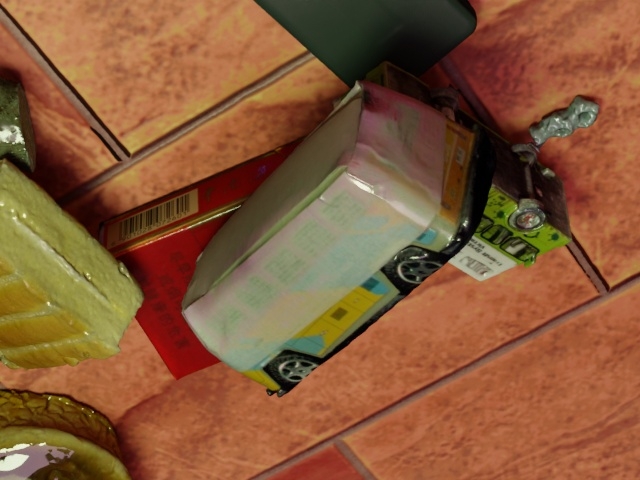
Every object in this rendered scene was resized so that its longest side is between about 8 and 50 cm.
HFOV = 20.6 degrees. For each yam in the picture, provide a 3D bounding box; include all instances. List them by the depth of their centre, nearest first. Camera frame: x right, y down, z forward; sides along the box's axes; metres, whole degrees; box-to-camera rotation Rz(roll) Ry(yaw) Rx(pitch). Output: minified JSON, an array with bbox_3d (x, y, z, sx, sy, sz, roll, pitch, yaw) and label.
[{"bbox_3d":[-0.390,-0.129,1.870,0.183,0.107,0.107,6,125,-9],"label":"yam"}]

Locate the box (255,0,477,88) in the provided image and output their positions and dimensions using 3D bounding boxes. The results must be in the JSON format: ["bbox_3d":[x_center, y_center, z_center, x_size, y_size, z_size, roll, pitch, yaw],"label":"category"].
[{"bbox_3d":[0.039,-0.257,1.851,0.160,0.050,0.230,-39,121,20],"label":"box"}]

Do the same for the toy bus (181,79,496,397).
[{"bbox_3d":[0.000,0.000,1.819,0.162,0.171,0.386,33,134,-15],"label":"toy bus"}]

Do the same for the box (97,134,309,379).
[{"bbox_3d":[-0.071,0.015,2.011,0.313,0.089,0.197,-22,123,11],"label":"box"}]

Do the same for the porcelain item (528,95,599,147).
[{"bbox_3d":[0.276,-0.133,1.979,0.083,0.028,0.036,-28,121,12],"label":"porcelain item"}]

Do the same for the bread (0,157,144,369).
[{"bbox_3d":[-0.350,0.040,1.936,0.246,0.111,0.239,-11,133,46],"label":"bread"}]

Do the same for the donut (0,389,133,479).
[{"bbox_3d":[-0.381,0.338,2.184,0.330,0.160,0.330,-8,122,-13],"label":"donut"}]

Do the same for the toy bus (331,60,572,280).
[{"bbox_3d":[0.138,-0.072,1.929,0.139,0.113,0.302,-32,134,32],"label":"toy bus"}]
